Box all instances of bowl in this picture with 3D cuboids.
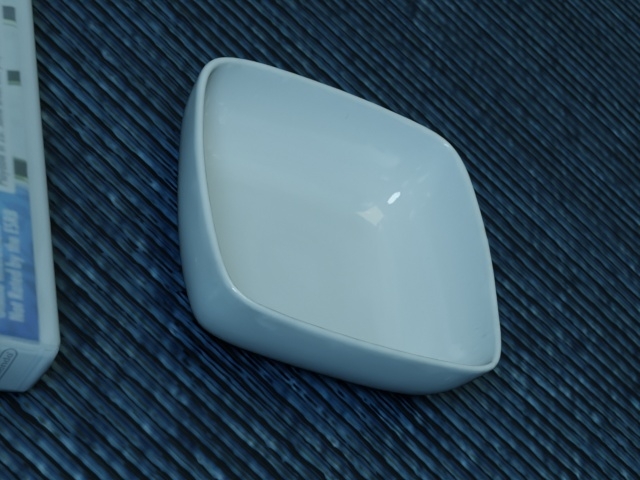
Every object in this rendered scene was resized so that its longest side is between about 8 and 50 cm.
[{"bbox_3d":[0.000,0.000,0.669,0.142,0.053,0.142,18,45,-27],"label":"bowl"}]

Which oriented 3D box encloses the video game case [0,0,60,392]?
[{"bbox_3d":[-0.246,-0.111,0.579,0.300,0.036,0.329,14,47,-30],"label":"video game case"}]
